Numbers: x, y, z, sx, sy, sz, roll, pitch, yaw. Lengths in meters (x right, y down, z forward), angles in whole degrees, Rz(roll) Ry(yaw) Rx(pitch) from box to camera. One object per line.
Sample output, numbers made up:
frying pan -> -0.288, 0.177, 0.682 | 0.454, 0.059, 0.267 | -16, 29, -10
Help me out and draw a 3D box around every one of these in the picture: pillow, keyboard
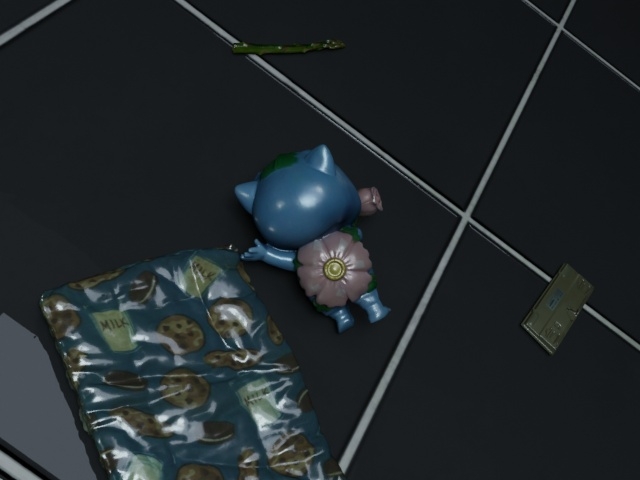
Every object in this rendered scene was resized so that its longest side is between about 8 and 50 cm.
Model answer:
pillow -> -0.101, 0.125, 0.555 | 0.188, 0.034, 0.256 | -16, 70, -33
keyboard -> 0.279, 0.078, 0.791 | 0.049, 0.015, 0.129 | 42, 52, 8

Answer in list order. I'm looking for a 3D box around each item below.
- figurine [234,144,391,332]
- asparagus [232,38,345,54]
figurine -> 0.005, -0.002, 0.653 | 0.178, 0.114, 0.144 | 63, 26, 1
asparagus -> -0.032, -0.235, 0.819 | 0.162, 0.016, 0.016 | -13, 49, -31
